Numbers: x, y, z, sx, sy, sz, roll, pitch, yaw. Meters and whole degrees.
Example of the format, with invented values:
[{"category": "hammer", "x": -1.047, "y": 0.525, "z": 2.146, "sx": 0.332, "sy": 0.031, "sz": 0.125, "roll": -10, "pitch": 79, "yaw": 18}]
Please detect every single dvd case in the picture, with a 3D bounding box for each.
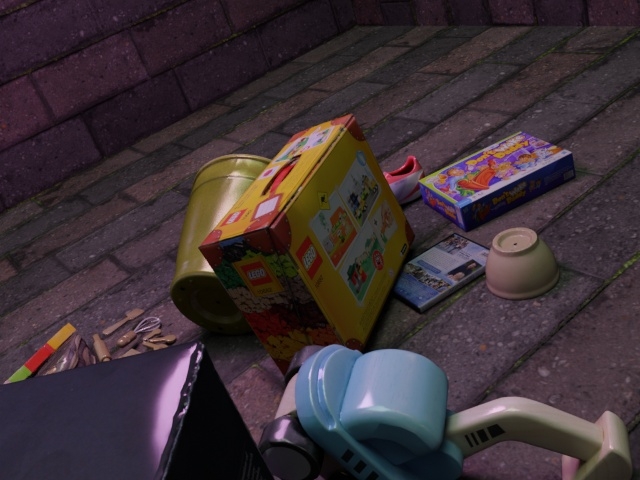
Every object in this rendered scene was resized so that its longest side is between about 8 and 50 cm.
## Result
[{"category": "dvd case", "x": 0.285, "y": 0.072, "z": 1.685, "sx": 0.253, "sy": 0.022, "sz": 0.180, "roll": -30, "pitch": 29, "yaw": -17}]

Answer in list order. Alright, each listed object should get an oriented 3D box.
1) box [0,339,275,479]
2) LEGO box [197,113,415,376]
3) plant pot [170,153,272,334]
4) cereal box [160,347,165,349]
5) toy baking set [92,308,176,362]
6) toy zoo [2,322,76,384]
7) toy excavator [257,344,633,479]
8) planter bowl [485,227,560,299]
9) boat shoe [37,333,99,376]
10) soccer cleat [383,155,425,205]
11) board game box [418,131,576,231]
[{"category": "box", "x": -0.310, "y": 0.441, "z": 0.962, "sx": 0.480, "sy": 0.471, "sz": 0.297, "roll": -14, "pitch": 29, "yaw": 12}, {"category": "LEGO box", "x": 0.000, "y": 0.000, "z": 1.602, "sx": 0.193, "sy": 0.372, "sz": 0.500, "roll": -15, "pitch": 27, "yaw": 33}, {"category": "plant pot", "x": -0.210, "y": 0.033, "z": 1.776, "sx": 0.366, "sy": 0.366, "sz": 0.353, "roll": -6, "pitch": 43, "yaw": 24}, {"category": "cereal box", "x": -0.418, "y": 0.342, "z": 1.475, "sx": 0.173, "sy": 0.047, "sz": 0.240, "roll": -19, "pitch": 30, "yaw": 38}, {"category": "toy baking set", "x": -0.488, "y": 0.260, "z": 1.813, "sx": 0.197, "sy": 0.030, "sz": 0.256, "roll": -14, "pitch": 29, "yaw": -29}, {"category": "toy zoo", "x": -0.735, "y": 0.320, "z": 1.786, "sx": 0.192, "sy": 0.030, "sz": 0.293, "roll": -40, "pitch": 10, "yaw": 34}, {"category": "toy excavator", "x": 0.188, "y": 0.302, "z": 1.106, "sx": 0.445, "sy": 0.433, "sz": 0.222, "roll": -36, "pitch": 17, "yaw": 34}, {"category": "planter bowl", "x": 0.440, "y": 0.040, "z": 1.551, "sx": 0.162, "sy": 0.109, "sz": 0.162, "roll": -15, "pitch": 29, "yaw": 9}, {"category": "boat shoe", "x": -0.603, "y": 0.328, "z": 1.707, "sx": 0.132, "sy": 0.130, "sz": 0.355, "roll": -44, "pitch": 12, "yaw": -7}, {"category": "soccer cleat", "x": 0.167, "y": -0.129, "z": 2.007, "sx": 0.318, "sy": 0.116, "sz": 0.108, "roll": -30, "pitch": 30, "yaw": -18}, {"category": "board game box", "x": 0.477, "y": -0.168, "z": 1.917, "sx": 0.347, "sy": 0.078, "sz": 0.233, "roll": -26, "pitch": 29, "yaw": -10}]
